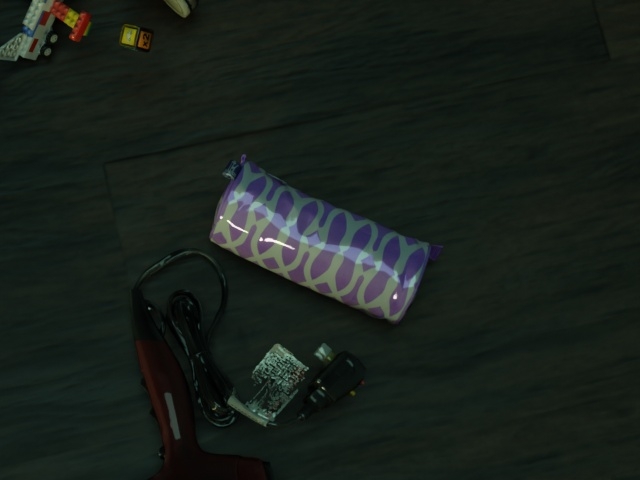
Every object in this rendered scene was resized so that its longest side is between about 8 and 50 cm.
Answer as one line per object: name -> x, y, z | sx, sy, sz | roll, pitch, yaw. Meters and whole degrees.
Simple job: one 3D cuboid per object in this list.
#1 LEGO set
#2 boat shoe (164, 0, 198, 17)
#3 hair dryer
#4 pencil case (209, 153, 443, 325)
LEGO set -> -0.225, -0.270, 1.233 | 0.182, 0.060, 0.244 | -19, 78, 30
boat shoe -> -0.159, -0.305, 1.283 | 0.065, 0.075, 0.206 | -30, 77, -8
hair dryer -> -0.119, 0.171, 1.192 | 0.223, 0.080, 0.293 | 30, 70, 18
pencil case -> 0.000, 0.000, 1.226 | 0.206, 0.086, 0.088 | 27, 48, 0
